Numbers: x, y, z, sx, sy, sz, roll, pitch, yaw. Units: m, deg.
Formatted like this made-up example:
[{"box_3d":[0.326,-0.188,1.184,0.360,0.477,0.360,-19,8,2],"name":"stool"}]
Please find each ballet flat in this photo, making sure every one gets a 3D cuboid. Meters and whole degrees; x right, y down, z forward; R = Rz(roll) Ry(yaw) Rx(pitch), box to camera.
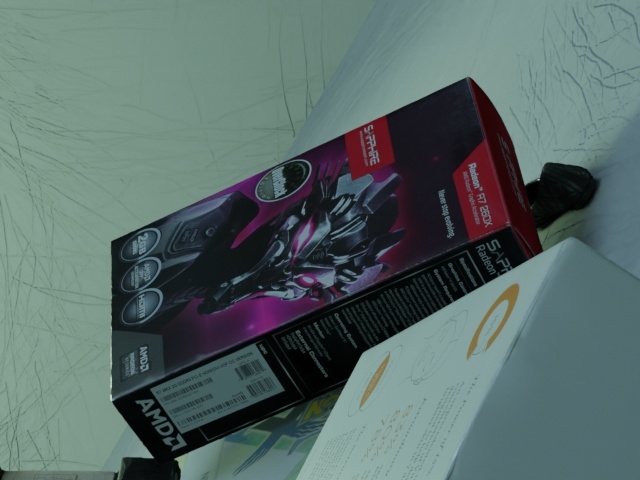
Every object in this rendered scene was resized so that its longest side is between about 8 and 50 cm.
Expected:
[{"box_3d":[0.193,-0.044,1.736,0.057,0.049,0.173,-60,8,-15],"name":"ballet flat"}]

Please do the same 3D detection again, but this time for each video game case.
[{"box_3d":[0.019,0.171,1.574,0.329,0.036,0.300,-29,16,13],"name":"video game case"}]

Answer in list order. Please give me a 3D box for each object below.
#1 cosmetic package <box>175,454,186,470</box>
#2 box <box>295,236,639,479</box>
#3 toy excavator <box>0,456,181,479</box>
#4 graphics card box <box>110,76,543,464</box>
[{"box_3d":[-0.083,0.149,2.484,0.160,0.113,0.309,-49,12,51],"name":"cosmetic package"},{"box_3d":[0.100,0.163,1.134,0.215,0.168,0.345,-62,8,-19],"name":"box"},{"box_3d":[-0.241,0.405,1.833,0.433,0.222,0.445,-96,8,-71],"name":"toy excavator"},{"box_3d":[-0.002,0.022,1.678,0.371,0.094,0.233,-25,35,13],"name":"graphics card box"}]
